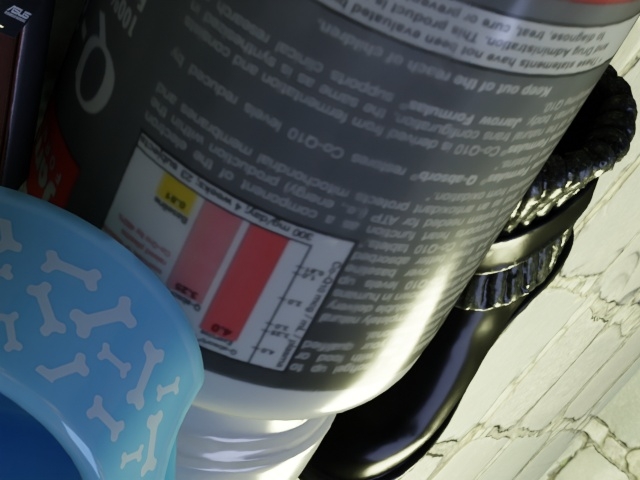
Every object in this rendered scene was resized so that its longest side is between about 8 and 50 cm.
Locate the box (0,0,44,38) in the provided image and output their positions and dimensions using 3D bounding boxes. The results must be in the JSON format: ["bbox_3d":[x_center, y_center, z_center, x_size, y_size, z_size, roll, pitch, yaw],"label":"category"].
[{"bbox_3d":[-0.139,-0.106,0.452,0.018,0.083,0.067,-49,158,9],"label":"box"}]

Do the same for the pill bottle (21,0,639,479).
[{"bbox_3d":[-0.012,-0.053,0.609,0.210,0.210,0.363,-20,147,-48],"label":"pill bottle"}]

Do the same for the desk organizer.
[{"bbox_3d":[-0.137,-0.080,0.543,0.047,0.050,0.130,-79,-177,-65],"label":"desk organizer"}]

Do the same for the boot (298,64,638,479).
[{"bbox_3d":[0.094,0.027,1.050,0.348,0.131,0.260,-51,168,-19],"label":"boot"}]

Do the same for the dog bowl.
[{"bbox_3d":[-0.130,0.111,0.591,0.074,0.166,0.297,-66,158,-46],"label":"dog bowl"}]
